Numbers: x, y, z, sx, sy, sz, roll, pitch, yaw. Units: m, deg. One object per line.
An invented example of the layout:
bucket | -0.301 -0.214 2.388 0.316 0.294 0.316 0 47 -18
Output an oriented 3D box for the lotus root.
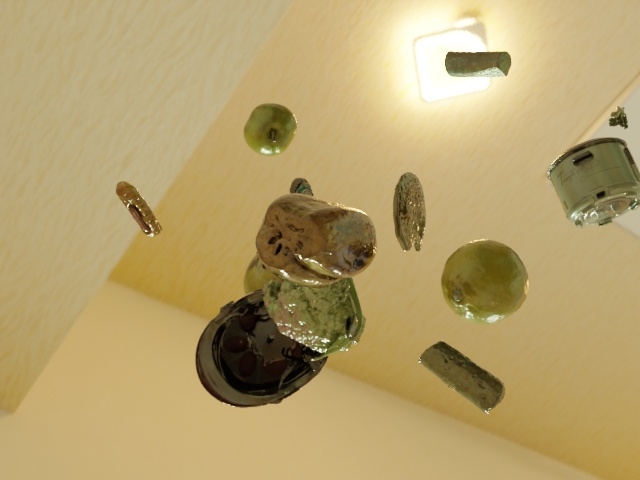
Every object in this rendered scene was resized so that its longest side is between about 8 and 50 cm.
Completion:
lotus root | 0.000 0.010 1.629 0.193 0.193 0.291 50 -159 23

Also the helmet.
helmet | -0.136 0.250 2.102 0.271 0.338 0.197 59 -178 -5

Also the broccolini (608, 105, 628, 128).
broccolini | 0.764 -0.326 2.193 0.054 0.052 0.194 15 -176 25

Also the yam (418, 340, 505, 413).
yam | 0.289 0.274 1.723 0.179 0.078 0.078 34 -158 23

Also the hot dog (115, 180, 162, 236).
hot dog | -0.486 -0.077 2.288 0.215 0.066 0.047 68 -148 -50

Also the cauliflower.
cauliflower | 0.011 0.119 1.939 0.256 0.239 0.315 32 -125 -24

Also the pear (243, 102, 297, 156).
pear | -0.160 -0.359 2.758 0.166 0.180 0.216 44 -178 -15

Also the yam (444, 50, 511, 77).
yam | 0.391 -0.440 2.131 0.169 0.068 0.068 12 -177 43

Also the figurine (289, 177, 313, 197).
figurine | -0.043 -0.108 1.949 0.047 0.060 0.106 10 -165 -15

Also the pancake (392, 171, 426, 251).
pancake | 0.234 -0.072 2.197 0.235 0.029 0.212 16 -107 -64

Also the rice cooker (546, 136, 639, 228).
rice cooker | 0.794 -0.178 2.465 0.280 0.241 0.227 26 -137 -57

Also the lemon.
lemon | 0.350 0.090 1.825 0.184 0.184 0.248 44 -153 11

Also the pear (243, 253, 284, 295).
pear | -0.100 0.132 2.614 0.283 0.283 0.283 31 -154 -17
